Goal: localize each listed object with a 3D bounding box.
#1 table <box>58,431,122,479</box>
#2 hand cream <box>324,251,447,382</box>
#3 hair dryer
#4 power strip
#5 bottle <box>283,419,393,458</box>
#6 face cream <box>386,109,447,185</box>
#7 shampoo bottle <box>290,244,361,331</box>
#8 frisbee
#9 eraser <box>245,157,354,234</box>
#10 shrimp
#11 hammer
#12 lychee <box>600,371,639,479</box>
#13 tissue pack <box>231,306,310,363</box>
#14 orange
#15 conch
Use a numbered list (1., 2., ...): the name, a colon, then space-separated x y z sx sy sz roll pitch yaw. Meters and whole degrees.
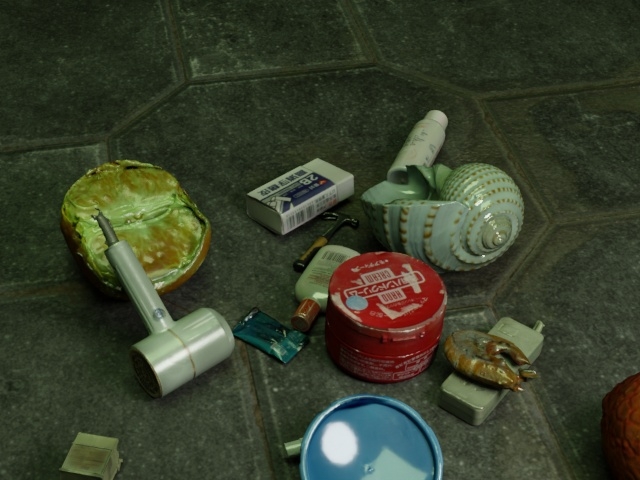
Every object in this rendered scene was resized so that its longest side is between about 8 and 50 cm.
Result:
1. table: -0.378 0.373 1.794 0.079 0.062 0.083 8 41 8
2. hand cream: 0.119 0.143 2.012 0.230 0.149 0.230 1 38 -1
3. hair dryer: -0.310 0.090 1.963 0.173 0.107 0.357 -30 91 -31
4. power strip: 0.329 0.222 1.995 0.093 0.053 0.288 26 48 27
5. bottle: 0.044 0.334 1.852 0.217 0.060 0.060 -9 42 -14
6. face cream: 0.228 -0.208 2.472 0.082 0.082 0.269 14 42 15
7. shampoo bottle: 0.006 0.094 2.137 0.108 0.051 0.221 18 44 17
8. frisbee: 0.082 0.372 1.790 0.242 0.045 0.242 4 62 -8
9. eraser: -0.043 -0.098 2.341 0.210 0.068 0.124 -30 40 -32
10. shrimp: 0.309 0.206 1.932 0.132 0.051 0.187 -33 48 -32
11. hammer: 0.000 0.000 2.269 0.078 0.021 0.201 22 44 23
12. lychee: 0.579 0.317 1.746 0.255 0.255 0.300 -27 16 -29
13. tissue pack: -0.096 0.177 2.059 0.138 0.028 0.085 23 46 28
14. orange: -0.359 -0.008 2.141 0.262 0.196 0.334 -34 46 -15
15. conch: 0.240 -0.040 2.184 0.303 0.215 0.319 -15 11 -26
